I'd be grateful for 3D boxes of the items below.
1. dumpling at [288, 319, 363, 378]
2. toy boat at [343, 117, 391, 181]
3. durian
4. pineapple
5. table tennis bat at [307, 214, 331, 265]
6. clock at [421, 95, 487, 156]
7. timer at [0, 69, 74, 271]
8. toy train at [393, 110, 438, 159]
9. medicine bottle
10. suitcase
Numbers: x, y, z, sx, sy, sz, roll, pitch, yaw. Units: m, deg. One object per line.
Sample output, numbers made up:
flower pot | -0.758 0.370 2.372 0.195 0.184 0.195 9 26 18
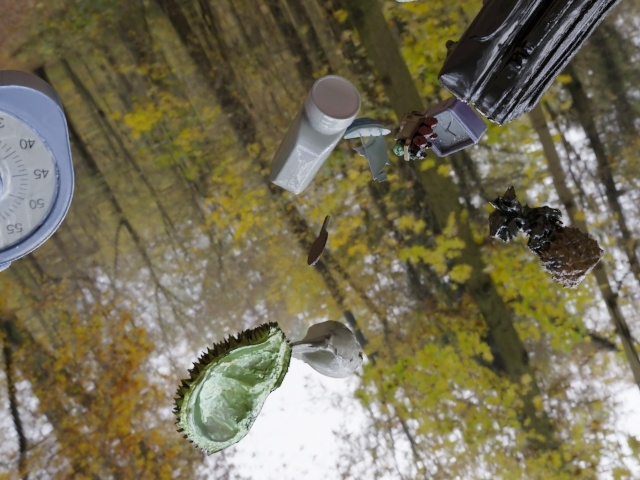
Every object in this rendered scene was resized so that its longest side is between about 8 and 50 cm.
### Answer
dumpling | 0.000 0.257 1.869 0.172 0.247 0.142 -14 -116 22
toy boat | 0.119 -0.205 1.720 0.105 0.149 0.034 -33 169 -25
durian | -0.207 0.332 1.805 0.394 0.198 0.163 -52 174 17
pineapple | 0.431 -0.011 1.559 0.119 0.237 0.111 -43 169 -36
table tennis bat | 0.000 0.000 1.174 0.050 0.007 0.083 -35 -148 58
clock | 0.386 -0.343 2.387 0.073 0.144 0.193 -53 -163 -26
timer | -0.636 -0.108 1.451 0.395 0.395 0.173 -29 -147 -10
toy train | 0.211 -0.234 1.791 0.087 0.050 0.138 13 -131 21
medicine bottle | -0.014 -0.226 1.695 0.161 0.111 0.296 -69 -172 -30
suitcase | 0.335 -0.362 1.237 0.345 0.188 0.339 -53 179 24
